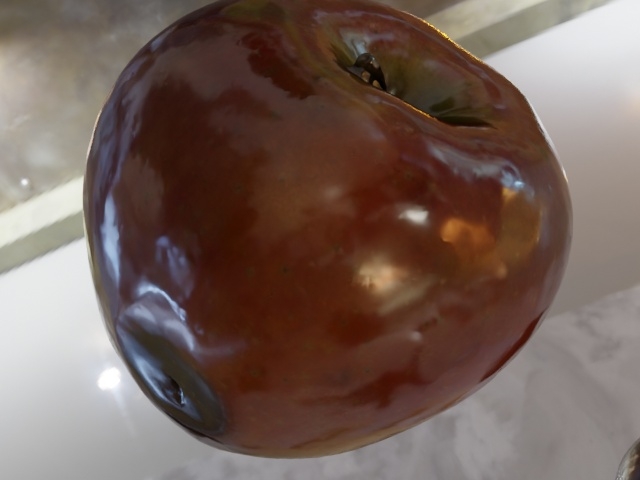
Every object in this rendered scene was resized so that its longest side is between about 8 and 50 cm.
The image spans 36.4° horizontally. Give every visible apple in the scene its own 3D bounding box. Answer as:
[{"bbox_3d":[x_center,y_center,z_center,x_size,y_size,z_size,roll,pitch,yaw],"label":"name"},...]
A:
[{"bbox_3d":[0.000,0.000,0.470,0.230,0.230,0.230,-19,-142,15],"label":"apple"}]

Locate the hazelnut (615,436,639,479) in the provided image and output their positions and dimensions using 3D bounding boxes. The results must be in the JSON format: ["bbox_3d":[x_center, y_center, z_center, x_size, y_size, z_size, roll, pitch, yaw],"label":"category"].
[{"bbox_3d":[0.372,0.273,0.906,0.229,0.229,0.229,-19,-142,15],"label":"hazelnut"}]
